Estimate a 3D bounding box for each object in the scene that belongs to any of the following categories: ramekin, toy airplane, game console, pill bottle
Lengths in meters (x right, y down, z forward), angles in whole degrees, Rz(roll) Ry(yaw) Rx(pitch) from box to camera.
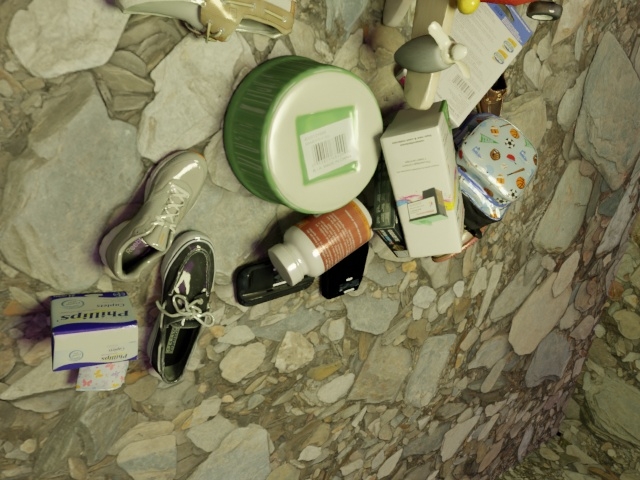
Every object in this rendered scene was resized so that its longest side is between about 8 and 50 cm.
[{"bbox_3d":[-0.021,-0.199,0.807,0.303,0.148,0.304,-15,118,-29],"label":"ramekin"},{"bbox_3d":[0.228,-0.492,0.710,0.272,0.384,0.387,-18,78,-52],"label":"toy airplane"},{"bbox_3d":[-0.032,0.057,0.985,0.361,0.044,0.214,-14,116,-30],"label":"game console"},{"bbox_3d":[0.000,0.000,0.881,0.216,0.121,0.121,-34,126,-19],"label":"pill bottle"}]

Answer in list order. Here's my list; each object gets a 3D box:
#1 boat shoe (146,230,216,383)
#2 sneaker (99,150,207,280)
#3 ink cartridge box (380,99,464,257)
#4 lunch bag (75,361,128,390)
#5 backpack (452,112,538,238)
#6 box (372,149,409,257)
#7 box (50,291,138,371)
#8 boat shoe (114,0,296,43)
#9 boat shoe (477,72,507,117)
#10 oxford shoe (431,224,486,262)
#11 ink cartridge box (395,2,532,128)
[{"bbox_3d":[-0.271,0.137,0.811,0.113,0.105,0.307,16,101,-39],"label":"boat shoe"},{"bbox_3d":[-0.276,-0.037,0.720,0.099,0.121,0.263,36,88,-40],"label":"sneaker"},{"bbox_3d":[0.233,-0.132,0.888,0.201,0.116,0.278,-59,136,-53],"label":"ink cartridge box"},{"bbox_3d":[-0.421,0.249,0.792,0.083,0.053,0.071,10,102,-27],"label":"lunch bag"},{"bbox_3d":[0.415,-0.197,1.055,0.276,0.213,0.263,44,62,-8],"label":"backpack"},{"bbox_3d":[0.176,-0.091,0.957,0.175,0.051,0.221,41,48,-54],"label":"box"},{"bbox_3d":[-0.394,0.151,0.711,0.126,0.137,0.072,0,109,-35],"label":"box"},{"bbox_3d":[-0.167,-0.373,0.651,0.302,0.113,0.104,-20,115,-27],"label":"boat shoe"},{"bbox_3d":[0.463,-0.410,1.101,0.073,0.073,0.207,-44,130,-15],"label":"boat shoe"},{"bbox_3d":[0.434,-0.083,1.223,0.348,0.123,0.130,-45,102,-8],"label":"oxford shoe"},{"bbox_3d":[0.343,-0.439,0.967,0.185,0.065,0.311,41,86,-13],"label":"ink cartridge box"}]
